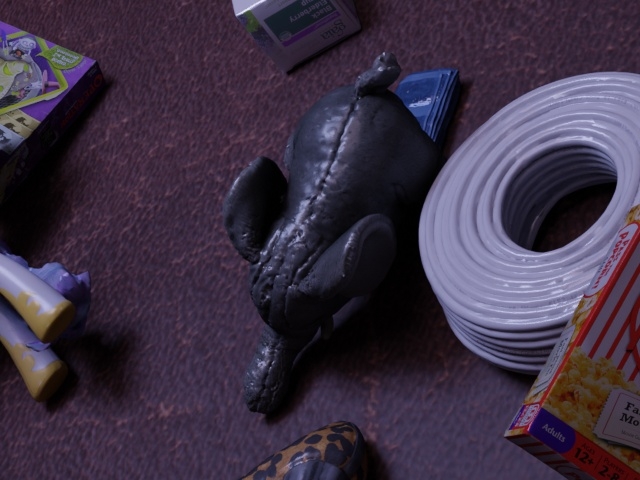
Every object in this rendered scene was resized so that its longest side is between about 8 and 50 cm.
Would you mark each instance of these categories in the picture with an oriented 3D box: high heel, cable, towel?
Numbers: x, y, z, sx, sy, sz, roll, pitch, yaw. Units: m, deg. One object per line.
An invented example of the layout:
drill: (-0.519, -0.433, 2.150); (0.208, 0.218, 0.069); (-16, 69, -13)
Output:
high heel: (-0.078, 0.232, 1.350); (0.261, 0.093, 0.186); (-21, 21, 40)
cable: (0.197, -0.014, 1.309); (0.257, 0.089, 0.257); (-31, 42, 14)
towel: (0.083, -0.103, 1.522); (0.067, 0.029, 0.119); (-4, 54, 37)

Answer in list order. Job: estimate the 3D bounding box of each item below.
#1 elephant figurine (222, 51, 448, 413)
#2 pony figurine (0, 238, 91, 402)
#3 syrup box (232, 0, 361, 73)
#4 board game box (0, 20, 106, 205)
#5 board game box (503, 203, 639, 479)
elephant figurine: (0.000, 0.000, 1.385); (0.169, 0.186, 0.239); (-6, 41, 53)
pony figurine: (-0.389, 0.011, 1.589); (0.363, 0.303, 0.351); (38, 93, 17)
syrup box: (-0.039, -0.290, 1.728); (0.093, 0.096, 0.237); (-29, 42, 15)
board game box: (-0.434, -0.172, 1.870); (0.347, 0.056, 0.208); (24, 67, 26)
board game box: (0.235, 0.091, 1.151); (0.193, 0.147, 0.045); (-59, 8, -17)
